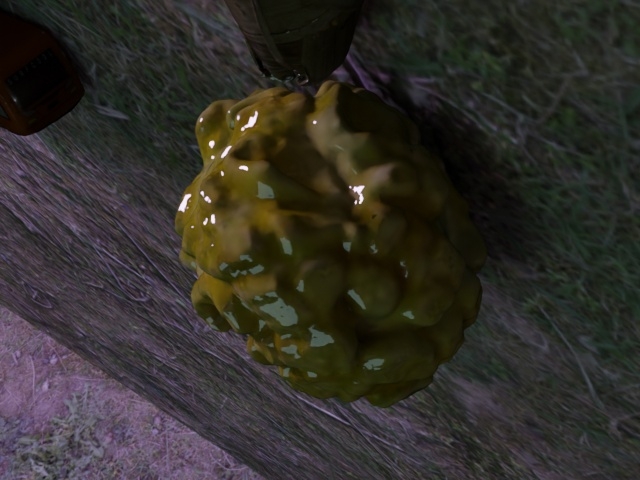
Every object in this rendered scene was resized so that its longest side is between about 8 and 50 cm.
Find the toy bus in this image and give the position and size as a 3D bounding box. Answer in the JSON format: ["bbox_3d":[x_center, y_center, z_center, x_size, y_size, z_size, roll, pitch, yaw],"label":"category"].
[{"bbox_3d":[-0.413,-0.213,1.053,0.409,0.093,0.092,25,147,32],"label":"toy bus"}]

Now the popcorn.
[{"bbox_3d":[0.000,0.006,0.683,0.235,0.181,0.216,39,162,22],"label":"popcorn"}]

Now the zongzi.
[{"bbox_3d":[0.014,-0.140,0.524,0.176,0.078,0.160,18,155,36],"label":"zongzi"}]
